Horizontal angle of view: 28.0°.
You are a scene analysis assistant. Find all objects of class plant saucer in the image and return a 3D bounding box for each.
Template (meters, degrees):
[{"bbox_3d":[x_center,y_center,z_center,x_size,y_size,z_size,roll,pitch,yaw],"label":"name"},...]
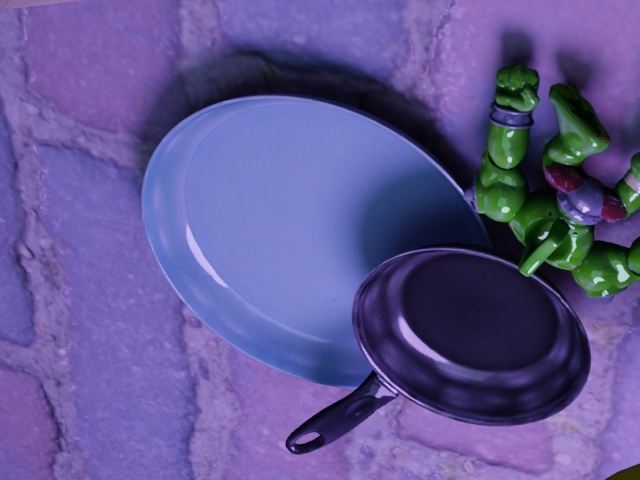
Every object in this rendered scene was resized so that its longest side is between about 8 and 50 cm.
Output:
[{"bbox_3d":[0.000,0.000,1.098,0.318,0.043,0.317,13,133,14],"label":"plant saucer"}]

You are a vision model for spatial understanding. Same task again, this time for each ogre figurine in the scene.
[{"bbox_3d":[0.189,-0.033,0.947,0.197,0.097,0.118,27,124,-15],"label":"ogre figurine"}]

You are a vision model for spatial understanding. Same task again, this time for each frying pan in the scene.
[{"bbox_3d":[0.105,0.116,1.086,0.197,0.053,0.326,25,136,2],"label":"frying pan"}]

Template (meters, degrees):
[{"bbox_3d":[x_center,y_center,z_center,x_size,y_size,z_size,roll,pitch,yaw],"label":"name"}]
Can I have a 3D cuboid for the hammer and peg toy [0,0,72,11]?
[{"bbox_3d":[-0.227,-0.270,0.896,0.361,0.127,0.266,-2,135,26],"label":"hammer and peg toy"}]

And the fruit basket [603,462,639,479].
[{"bbox_3d":[0.369,0.193,0.871,0.392,0.392,0.283,25,135,3],"label":"fruit basket"}]
